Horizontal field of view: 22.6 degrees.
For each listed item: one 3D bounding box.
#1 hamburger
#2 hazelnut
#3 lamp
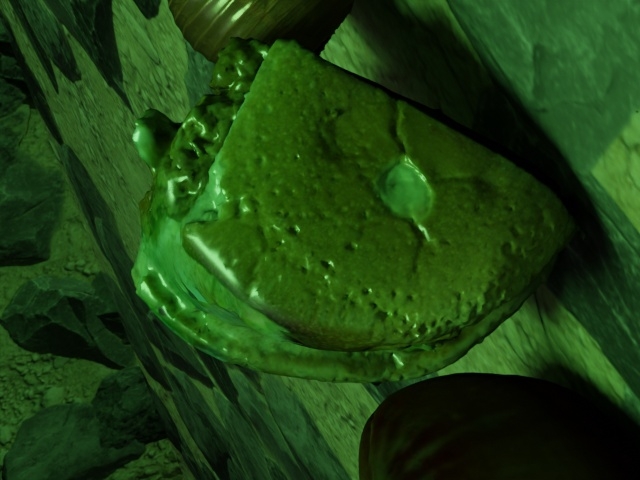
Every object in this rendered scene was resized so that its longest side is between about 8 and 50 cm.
[{"bbox_3d":[0.000,0.000,1.016,0.288,0.192,0.167,29,171,7],"label":"hamburger"},{"bbox_3d":[0.121,0.194,1.082,0.229,0.229,0.229,54,163,24],"label":"hazelnut"},{"bbox_3d":[-0.040,-0.178,1.080,0.136,0.136,0.136,54,163,24],"label":"lamp"}]
